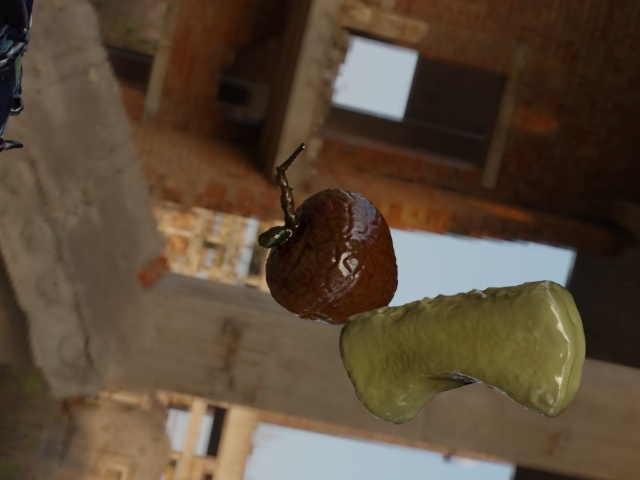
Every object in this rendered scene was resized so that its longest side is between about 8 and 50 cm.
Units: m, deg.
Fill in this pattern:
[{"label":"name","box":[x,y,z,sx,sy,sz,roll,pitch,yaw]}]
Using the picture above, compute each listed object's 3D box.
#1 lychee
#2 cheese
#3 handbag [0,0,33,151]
[{"label":"lychee","box":[0.004,0.002,1.057,0.114,0.140,0.101,-37,-178,24]},{"label":"cheese","box":[0.046,0.038,0.439,0.030,0.083,0.044,-1,80,-57]},{"label":"handbag","box":[-0.207,-0.139,0.625,0.113,0.162,0.260,116,-27,-45]}]
